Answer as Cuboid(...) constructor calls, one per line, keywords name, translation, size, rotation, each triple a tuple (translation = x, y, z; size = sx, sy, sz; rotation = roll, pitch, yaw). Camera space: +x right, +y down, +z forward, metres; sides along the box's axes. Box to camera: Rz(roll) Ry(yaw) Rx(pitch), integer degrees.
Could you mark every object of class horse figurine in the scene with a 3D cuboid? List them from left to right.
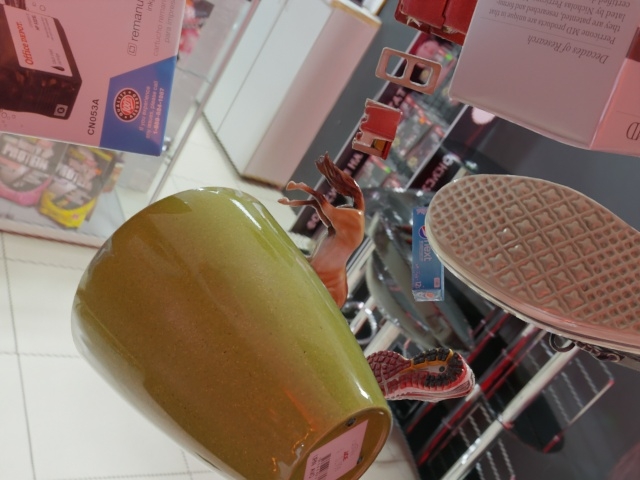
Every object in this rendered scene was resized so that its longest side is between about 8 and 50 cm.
Cuboid(name="horse figurine", translation=(0.000, 0.000, 1.037), size=(0.174, 0.263, 0.066), rotation=(18, 20, -14))

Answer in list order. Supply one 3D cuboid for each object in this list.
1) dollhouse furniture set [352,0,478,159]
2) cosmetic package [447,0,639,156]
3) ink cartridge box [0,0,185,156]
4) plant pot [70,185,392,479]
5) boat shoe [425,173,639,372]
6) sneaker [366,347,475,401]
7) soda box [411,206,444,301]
Cuboid(name="dollhouse furniture set", translation=(0.185, -0.317, 1.208), size=(0.152, 0.374, 0.201), rotation=(18, 16, -1))
Cuboid(name="cosmetic package", translation=(0.226, -0.173, 0.516), size=(0.151, 0.184, 0.151), rotation=(0, 24, -36))
Cuboid(name="ink cartridge box", translation=(-0.314, -0.224, 0.682), size=(0.307, 0.223, 0.129), rotation=(6, 10, -32))
Cuboid(name="plant pot", translation=(-0.073, 0.133, 0.696), size=(0.274, 0.275, 0.293), rotation=(4, 29, -48))
Cuboid(name="boat shoe", translation=(0.362, 0.068, 0.818), size=(0.499, 0.187, 0.156), rotation=(22, -21, 11))
Cuboid(name="sneaker", translation=(0.155, 0.242, 1.114), size=(0.092, 0.225, 0.088), rotation=(42, 53, -39))
Cuboid(name="soda box", translation=(0.246, 0.029, 1.497), size=(0.071, 0.067, 0.210), rotation=(61, 30, -59))
